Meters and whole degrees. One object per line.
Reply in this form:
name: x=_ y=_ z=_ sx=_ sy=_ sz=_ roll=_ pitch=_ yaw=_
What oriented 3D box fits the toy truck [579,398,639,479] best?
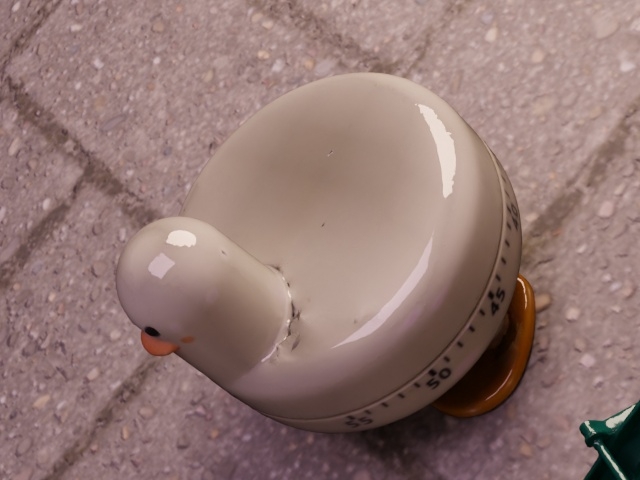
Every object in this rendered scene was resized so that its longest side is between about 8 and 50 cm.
toy truck: x=0.174 y=0.150 z=0.828 sx=0.216 sy=0.116 sz=0.110 roll=-62 pitch=37 yaw=28

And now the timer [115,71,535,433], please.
timer: x=0.000 y=0.000 z=1.004 sx=0.233 sy=0.240 sz=0.233 roll=-18 pitch=54 yaw=27
